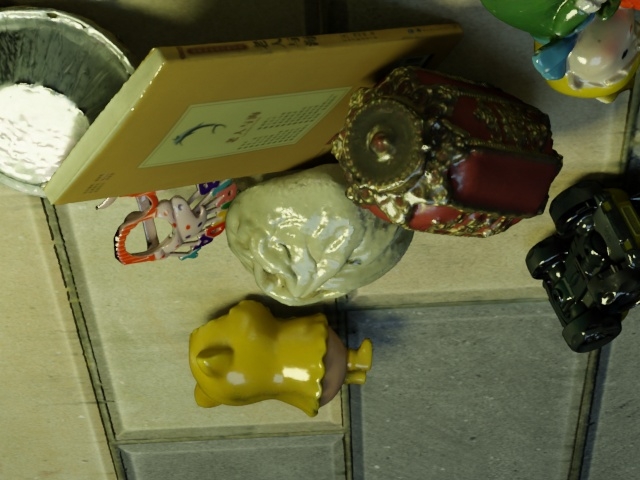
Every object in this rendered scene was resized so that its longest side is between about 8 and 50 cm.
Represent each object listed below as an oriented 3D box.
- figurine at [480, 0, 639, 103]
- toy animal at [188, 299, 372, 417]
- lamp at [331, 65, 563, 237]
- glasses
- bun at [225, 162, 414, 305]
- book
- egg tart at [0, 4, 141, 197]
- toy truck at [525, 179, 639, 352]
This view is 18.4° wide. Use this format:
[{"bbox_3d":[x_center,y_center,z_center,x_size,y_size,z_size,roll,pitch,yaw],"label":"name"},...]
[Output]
[{"bbox_3d":[0.275,-0.229,1.956,0.185,0.127,0.234,-30,128,24],"label":"figurine"},{"bbox_3d":[-0.051,0.155,2.495,0.229,0.156,0.156,-2,147,-7],"label":"toy animal"},{"bbox_3d":[0.133,-0.088,2.056,0.177,0.177,0.274,-26,164,32],"label":"lamp"},{"bbox_3d":[-0.169,-0.072,2.208,0.162,0.095,0.255,-16,141,-16],"label":"glasses"},{"bbox_3d":[0.000,0.000,2.236,0.231,0.133,0.231,-9,163,-3],"label":"bun"},{"bbox_3d":[-0.064,-0.130,2.017,0.389,0.032,0.269,-9,156,-40],"label":"book"},{"bbox_3d":[-0.287,-0.130,2.028,0.234,0.094,0.234,4,127,6],"label":"egg tart"},{"bbox_3d":[0.354,0.022,2.331,0.165,0.147,0.224,-16,155,-21],"label":"toy truck"}]
